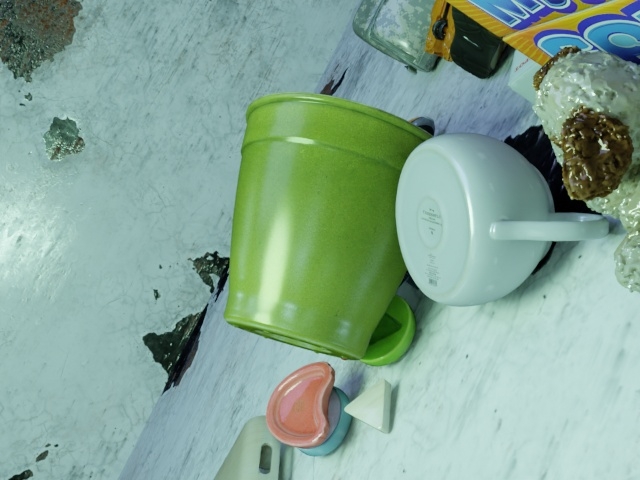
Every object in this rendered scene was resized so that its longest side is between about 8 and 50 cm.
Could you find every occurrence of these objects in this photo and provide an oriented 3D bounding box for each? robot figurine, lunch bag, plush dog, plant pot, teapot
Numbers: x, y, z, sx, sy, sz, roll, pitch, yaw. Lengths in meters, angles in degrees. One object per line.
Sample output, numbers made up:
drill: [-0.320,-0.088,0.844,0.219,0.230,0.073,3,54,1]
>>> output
robot figurine: [0.319,-0.545,1.523,0.211,0.085,0.291,-120,43,-62]
lunch bag: [0.259,-0.589,1.738,0.305,0.212,0.256,-58,38,16]
plush dog: [0.316,-0.102,0.693,0.211,0.225,0.262,-52,18,31]
plant pot: [0.000,0.000,1.145,0.366,0.366,0.353,-16,55,68]
teapot: [0.232,-0.032,0.945,0.253,0.187,0.256,108,150,-50]

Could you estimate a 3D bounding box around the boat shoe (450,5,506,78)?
boat shoe: [0.320,-0.425,1.288,0.120,0.122,0.324,-50,-8,-7]

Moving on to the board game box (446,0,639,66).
board game box: [0.352,-0.390,0.709,0.357,0.356,0.356,-63,16,-1]

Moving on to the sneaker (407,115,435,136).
sneaker: [0.186,-0.168,1.497,0.215,0.084,0.083,-60,29,20]

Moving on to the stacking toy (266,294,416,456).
stacking toy: [0.060,0.238,1.237,0.279,0.130,0.309,-8,54,38]

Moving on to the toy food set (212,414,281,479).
toy food set: [-0.157,0.530,1.397,0.220,0.092,0.306,-90,24,-57]

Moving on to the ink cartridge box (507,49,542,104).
ink cartridge box: [0.390,-0.331,1.096,0.153,0.086,0.209,-37,28,55]

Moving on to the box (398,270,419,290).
box: [0.187,0.001,1.228,0.225,0.036,0.136,-51,17,6]
